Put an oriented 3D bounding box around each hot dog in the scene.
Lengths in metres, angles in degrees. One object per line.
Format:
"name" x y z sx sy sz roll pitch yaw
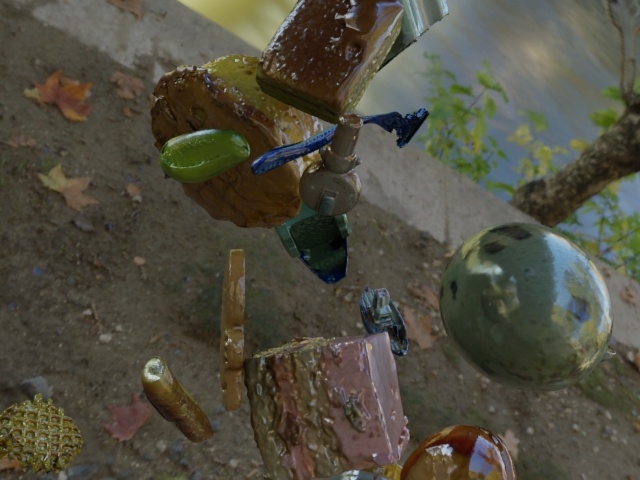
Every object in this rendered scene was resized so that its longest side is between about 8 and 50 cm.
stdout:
"hot dog" -0.194 0.217 0.872 0.047 0.215 0.066 -25 58 -9

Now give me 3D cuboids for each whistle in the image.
"whistle" 0.025 -0.114 1.076 0.107 0.220 0.057 16 46 -2

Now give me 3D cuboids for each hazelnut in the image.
"hazelnut" 0.219 0.375 0.998 0.182 0.182 0.182 22 48 -26

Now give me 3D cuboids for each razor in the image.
"razor" 0.025 -0.168 1.082 0.324 0.093 0.056 -18 71 -25

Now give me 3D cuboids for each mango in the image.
"mango" -0.197 -0.146 1.125 0.074 0.165 0.091 11 75 -77

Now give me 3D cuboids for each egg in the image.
"egg" 0.435 0.141 1.390 0.345 0.345 0.428 30 10 -18

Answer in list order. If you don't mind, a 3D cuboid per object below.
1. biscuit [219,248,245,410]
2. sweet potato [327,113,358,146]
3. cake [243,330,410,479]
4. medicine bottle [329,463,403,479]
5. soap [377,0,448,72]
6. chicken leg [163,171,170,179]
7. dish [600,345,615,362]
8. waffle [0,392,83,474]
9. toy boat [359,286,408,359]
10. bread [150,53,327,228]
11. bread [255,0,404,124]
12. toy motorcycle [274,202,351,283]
"biscuit" -0.201 0.196 1.478 0.052 0.275 0.354 1 94 -9
"sweet potato" 0.016 -0.246 1.667 0.274 0.067 0.067 -39 88 -26
"cake" 0.023 0.371 1.519 0.293 0.307 0.314 -2 77 -70
"medicine bottle" 0.125 0.761 1.866 0.238 0.238 0.231 35 47 -13
"soap" 0.088 -0.539 1.299 0.156 0.261 0.446 -52 140 -20
"chicken leg" -0.315 -0.196 1.831 0.254 0.106 0.051 -9 92 -20
"dish" 0.617 0.262 1.558 0.141 0.078 0.141 24 12 -5
"waffle" -0.639 0.444 1.470 0.193 0.070 0.197 35 18 -1
"toy boat" 0.186 0.231 1.899 0.114 0.115 0.261 -10 57 -18
"bread" -0.174 -0.209 1.387 0.398 0.398 0.215 46 53 -2
"bread" 0.017 -0.340 1.155 0.184 0.110 0.234 27 79 14
"toy motorcycle" 0.000 0.000 1.758 0.326 0.191 0.199 64 4 -58
